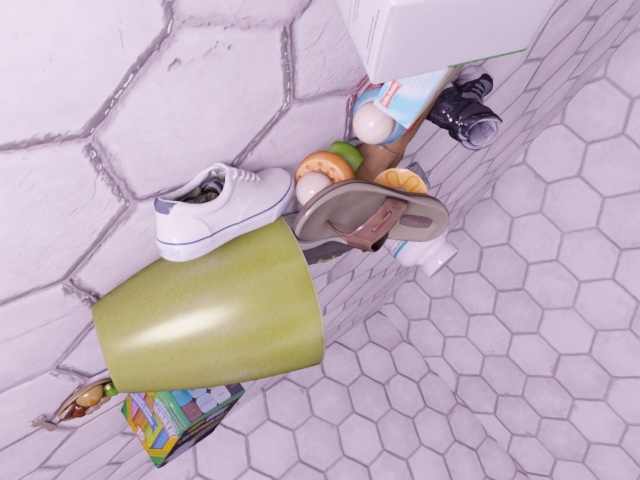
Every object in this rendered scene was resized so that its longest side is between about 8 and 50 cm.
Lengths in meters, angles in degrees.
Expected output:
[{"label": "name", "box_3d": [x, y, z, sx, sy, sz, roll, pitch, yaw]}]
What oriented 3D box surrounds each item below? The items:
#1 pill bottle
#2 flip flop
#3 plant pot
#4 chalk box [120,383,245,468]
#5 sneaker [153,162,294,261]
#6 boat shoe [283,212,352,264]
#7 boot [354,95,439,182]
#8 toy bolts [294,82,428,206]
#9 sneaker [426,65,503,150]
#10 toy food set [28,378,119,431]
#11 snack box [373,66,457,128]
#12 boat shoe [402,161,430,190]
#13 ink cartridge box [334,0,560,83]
[{"label": "pill bottle", "box_3d": [0.193, -0.041, 1.175, 0.146, 0.264, 0.146, -38, 164, -13]}, {"label": "flip flop", "box_3d": [0.090, -0.023, 0.787, 0.276, 0.080, 0.112, 5, 134, -27]}, {"label": "plant pot", "box_3d": [-0.183, 0.115, 0.795, 0.293, 0.275, 0.275, -17, 156, -19]}, {"label": "chalk box", "box_3d": [-0.316, 0.358, 1.195, 0.180, 0.179, 0.289, -21, 153, -49]}, {"label": "sneaker", "box_3d": [-0.121, -0.063, 0.715, 0.258, 0.094, 0.091, -40, 142, -48]}, {"label": "boat shoe", "box_3d": [-0.003, -0.003, 1.115, 0.304, 0.109, 0.091, -7, 143, -53]}, {"label": "boot", "box_3d": [0.125, -0.211, 0.915, 0.236, 0.089, 0.270, -46, 170, -37]}, {"label": "toy bolts", "box_3d": [0.083, -0.119, 0.802, 0.229, 0.218, 0.158, -65, 173, 28]}, {"label": "sneaker", "box_3d": [0.316, -0.271, 1.065, 0.268, 0.153, 0.101, -27, 159, -41]}, {"label": "toy food set", "box_3d": [-0.460, 0.325, 1.019, 0.192, 0.038, 0.132, -35, 163, -23]}, {"label": "snack box", "box_3d": [0.196, -0.291, 0.648, 0.322, 0.060, 0.187, -50, 175, -40]}, {"label": "boat shoe", "box_3d": [0.116, -0.098, 1.074, 0.227, 0.081, 0.079, -25, -168, -2]}, {"label": "ink cartridge box", "box_3d": [0.080, -0.250, 0.421, 0.152, 0.209, 0.087, -15, 160, -11]}]
